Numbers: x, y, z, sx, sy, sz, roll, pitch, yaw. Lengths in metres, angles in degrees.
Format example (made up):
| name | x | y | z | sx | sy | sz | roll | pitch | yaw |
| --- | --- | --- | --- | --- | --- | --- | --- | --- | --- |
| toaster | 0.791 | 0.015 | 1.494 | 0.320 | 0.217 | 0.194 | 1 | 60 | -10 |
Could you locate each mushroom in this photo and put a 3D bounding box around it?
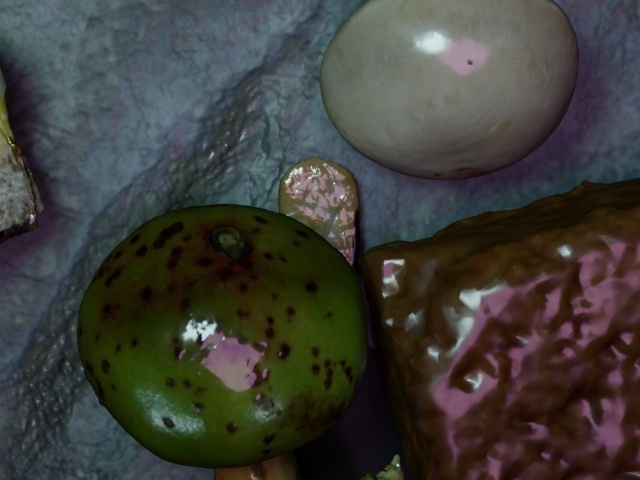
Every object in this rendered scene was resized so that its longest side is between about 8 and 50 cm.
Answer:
| name | x | y | z | sx | sy | sz | roll | pitch | yaw |
| --- | --- | --- | --- | --- | --- | --- | --- | --- | --- |
| mushroom | 0.100 | -0.153 | 1.063 | 0.204 | 0.204 | 0.204 | -1 | 103 | -6 |

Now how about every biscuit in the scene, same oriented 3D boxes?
| name | x | y | z | sx | sy | sz | roll | pitch | yaw |
| --- | --- | --- | --- | --- | --- | --- | --- | --- | --- |
| biscuit | 0.000 | 0.000 | 1.155 | 0.071 | 0.018 | 0.147 | -3 | 104 | -3 |
| biscuit | 0.233 | 0.157 | 1.131 | 0.343 | 0.166 | 0.395 | -15 | 102 | -3 |

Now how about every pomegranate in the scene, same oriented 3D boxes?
| name | x | y | z | sx | sy | sz | roll | pitch | yaw |
| --- | --- | --- | --- | --- | --- | --- | --- | --- | --- |
| pomegranate | -0.088 | 0.113 | 1.072 | 0.231 | 0.231 | 0.285 | 13 | 104 | -9 |

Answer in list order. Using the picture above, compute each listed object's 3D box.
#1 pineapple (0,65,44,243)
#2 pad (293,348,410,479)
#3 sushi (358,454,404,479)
| name | x | y | z | sx | sy | sz | roll | pitch | yaw |
| --- | --- | --- | --- | --- | --- | --- | --- | --- | --- |
| pineapple | -0.309 | -0.057 | 1.051 | 0.186 | 0.114 | 0.236 | 23 | 89 | -32 |
| pad | 0.045 | 0.314 | 1.231 | 0.315 | 0.063 | 0.375 | 32 | 88 | -13 |
| sushi | 0.043 | 0.272 | 1.067 | 0.139 | 0.131 | 0.291 | -33 | 143 | -12 |
